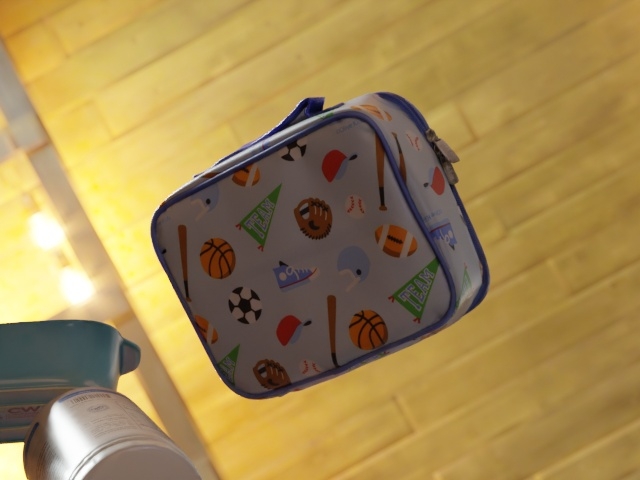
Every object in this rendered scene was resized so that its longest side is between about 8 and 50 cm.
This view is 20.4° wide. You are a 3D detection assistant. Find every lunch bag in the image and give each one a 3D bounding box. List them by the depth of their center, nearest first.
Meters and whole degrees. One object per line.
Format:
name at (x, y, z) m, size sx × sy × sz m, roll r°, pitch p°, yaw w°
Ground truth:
lunch bag at (0.000, 0.000, 1.645) m, size 0.303 × 0.243 × 0.115 m, roll -25°, pitch 1°, yaw 31°

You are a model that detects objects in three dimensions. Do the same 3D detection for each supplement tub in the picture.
supplement tub at (-0.103, 0.118, 0.876) m, size 0.071 × 0.071 × 0.107 m, roll -29°, pitch 20°, yaw -13°

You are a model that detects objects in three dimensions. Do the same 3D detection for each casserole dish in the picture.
casserole dish at (-0.193, 0.085, 0.994) m, size 0.188 × 0.037 × 0.114 m, roll -4°, pitch -25°, yaw -10°
